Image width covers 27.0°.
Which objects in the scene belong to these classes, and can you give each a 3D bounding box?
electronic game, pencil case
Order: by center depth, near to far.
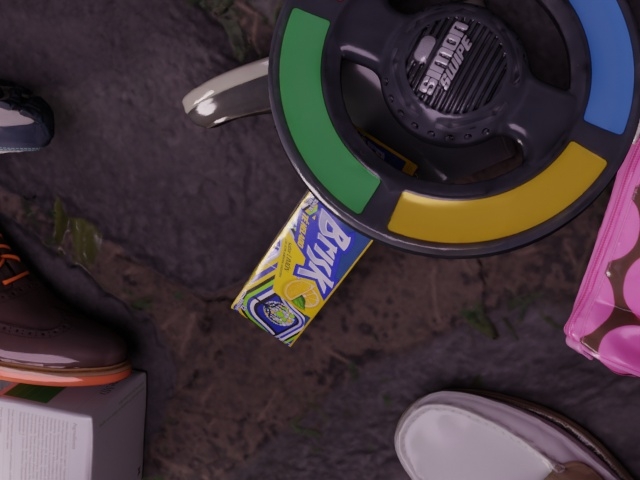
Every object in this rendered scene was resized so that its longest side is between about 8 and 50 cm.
[{"bbox_3d":[0.082,-0.102,0.814,0.229,0.048,0.229,-1,80,4],"label":"electronic game"},{"bbox_3d":[0.222,-0.009,0.856,0.098,0.095,0.209,6,109,-24],"label":"pencil case"}]

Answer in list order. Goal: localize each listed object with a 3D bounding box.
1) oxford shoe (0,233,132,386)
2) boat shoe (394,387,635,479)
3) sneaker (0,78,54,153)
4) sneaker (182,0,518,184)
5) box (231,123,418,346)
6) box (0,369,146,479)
[{"bbox_3d":[-0.263,0.035,1.026,0.271,0.097,0.098,20,104,12],"label":"oxford shoe"},{"bbox_3d":[0.172,0.204,0.906,0.302,0.103,0.113,33,106,18],"label":"boat shoe"},{"bbox_3d":[-0.334,-0.059,0.996,0.283,0.110,0.122,-3,102,5],"label":"sneaker"},{"bbox_3d":[0.018,-0.080,0.907,0.222,0.083,0.118,-13,101,20],"label":"sneaker"},{"bbox_3d":[0.000,0.000,0.909,0.054,0.059,0.169,33,139,-2],"label":"box"},{"bbox_3d":[-0.194,0.155,1.030,0.087,0.101,0.102,10,108,15],"label":"box"}]
